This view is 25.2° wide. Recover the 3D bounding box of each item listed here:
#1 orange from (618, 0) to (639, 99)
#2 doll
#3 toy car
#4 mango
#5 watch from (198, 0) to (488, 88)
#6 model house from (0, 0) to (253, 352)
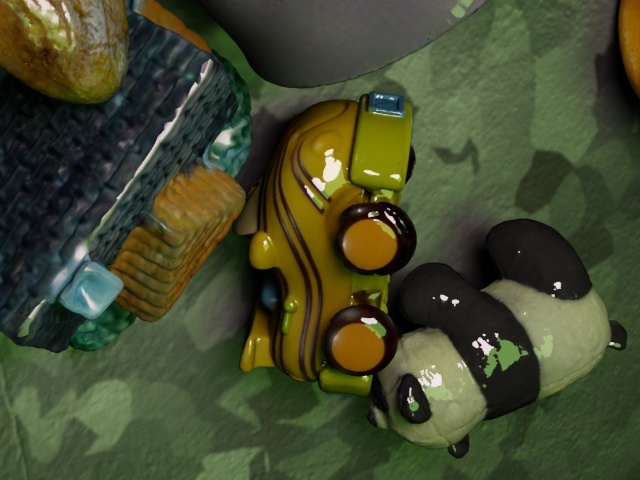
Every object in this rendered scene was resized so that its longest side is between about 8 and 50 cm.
[{"bbox_3d":[0.381,-0.204,1.287,0.249,0.183,0.249,-15,127,-20],"label":"orange"},{"bbox_3d":[0.141,0.088,1.236,0.234,0.135,0.143,-25,142,-17],"label":"doll"},{"bbox_3d":[0.000,0.000,1.146,0.142,0.200,0.248,7,109,0],"label":"toy car"},{"bbox_3d":[-0.207,-0.232,0.940,0.192,0.146,0.316,-1,69,-47],"label":"mango"},{"bbox_3d":[0.033,-0.279,1.044,0.327,0.335,0.314,-35,123,5],"label":"watch"},{"bbox_3d":[-0.138,-0.041,1.023,0.226,0.241,0.261,36,84,-27],"label":"model house"}]
